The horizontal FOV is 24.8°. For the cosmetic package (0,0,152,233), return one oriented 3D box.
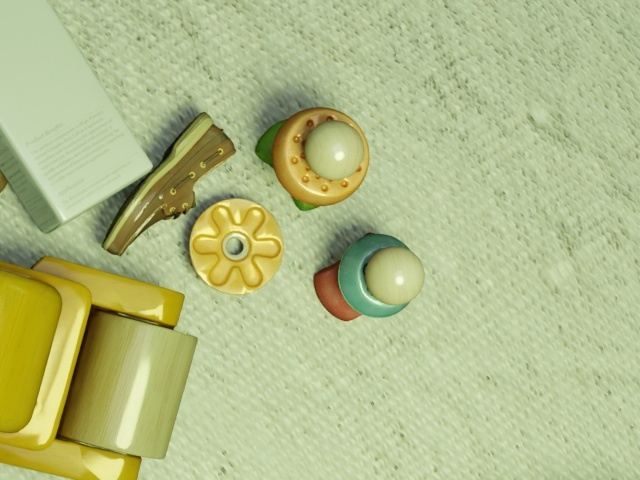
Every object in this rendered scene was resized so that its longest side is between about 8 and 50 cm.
[{"bbox_3d":[-0.282,-0.134,1.445,0.117,0.085,0.231,-34,96,-27],"label":"cosmetic package"}]

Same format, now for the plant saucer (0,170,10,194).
[{"bbox_3d":[-0.352,-0.075,1.464,0.083,0.015,0.083,1,87,-16],"label":"plant saucer"}]

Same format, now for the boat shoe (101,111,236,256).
[{"bbox_3d":[-0.154,-0.050,1.496,0.060,0.064,0.178,41,75,-9],"label":"boat shoe"}]

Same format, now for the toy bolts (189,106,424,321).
[{"bbox_3d":[0.000,0.000,1.490,0.218,0.158,0.228,-44,100,-13],"label":"toy bolts"}]

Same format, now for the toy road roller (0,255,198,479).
[{"bbox_3d":[-0.275,0.112,1.362,0.330,0.240,0.202,16,84,-15],"label":"toy road roller"}]
